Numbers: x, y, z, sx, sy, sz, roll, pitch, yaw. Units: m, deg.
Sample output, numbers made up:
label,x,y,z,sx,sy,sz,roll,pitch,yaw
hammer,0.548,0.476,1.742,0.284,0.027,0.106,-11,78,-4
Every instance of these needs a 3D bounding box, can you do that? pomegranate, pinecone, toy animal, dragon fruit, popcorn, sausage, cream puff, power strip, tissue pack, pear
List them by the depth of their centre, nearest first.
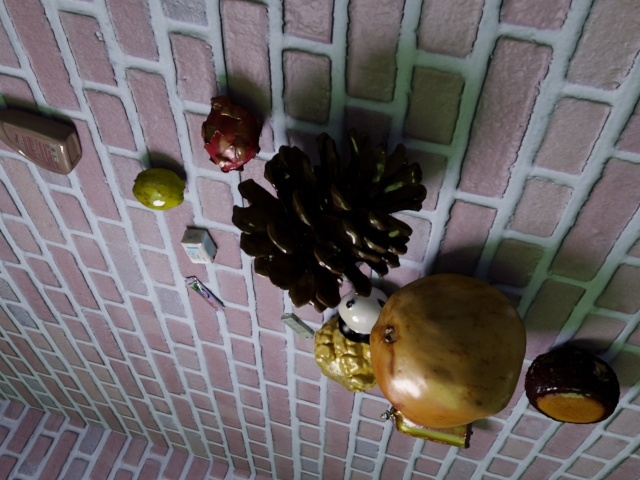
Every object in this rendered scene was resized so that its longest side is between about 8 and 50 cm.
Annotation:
label,x,y,z,sx,sy,sz,roll,pitch,yaw
pinecone,0.037,-0.064,1.325,0.385,0.384,0.384,13,144,10
dragon fruit,-0.185,-0.225,1.390,0.133,0.136,0.165,-13,112,-5
pomegranate,0.330,0.266,1.611,0.410,0.410,0.410,13,144,10
pear,-0.399,-0.128,1.632,0.131,0.107,0.107,15,145,-6
cream puff,0.662,0.379,1.748,0.239,0.164,0.239,12,144,9
toy animal,0.131,0.200,1.804,0.166,0.138,0.179,-4,134,-1
tissue pack,-0.337,0.016,1.833,0.074,0.058,0.094,4,142,18
popcorn,0.093,0.334,1.949,0.250,0.190,0.250,27,159,12
power strip,-0.067,0.273,2.080,0.051,0.019,0.136,-17,131,38
sausage,0.357,0.620,2.253,0.318,0.117,0.125,7,144,16

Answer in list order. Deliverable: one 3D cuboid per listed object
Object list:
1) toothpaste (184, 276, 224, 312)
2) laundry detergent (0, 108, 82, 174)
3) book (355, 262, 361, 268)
label,x,y,z,sx,sy,sz,roll,pitch,yaw
toothpaste,-0.358,0.173,2.079,0.045,0.028,0.170,-18,127,32
laundry detergent,-0.721,-0.245,1.655,0.237,0.076,0.171,17,145,5
book,0.000,-0.001,1.684,0.231,0.026,0.157,16,142,4
